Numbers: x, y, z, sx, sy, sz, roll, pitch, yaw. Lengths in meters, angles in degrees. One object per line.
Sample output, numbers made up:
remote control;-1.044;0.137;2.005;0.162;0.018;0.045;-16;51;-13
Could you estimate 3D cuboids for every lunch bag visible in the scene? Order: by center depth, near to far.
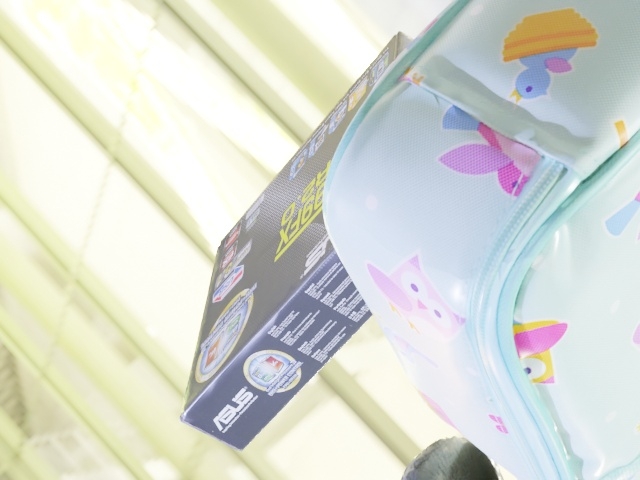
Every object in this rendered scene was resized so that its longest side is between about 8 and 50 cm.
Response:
lunch bag;0.144;-0.039;0.650;0.279;0.108;0.224;-45;-38;-12

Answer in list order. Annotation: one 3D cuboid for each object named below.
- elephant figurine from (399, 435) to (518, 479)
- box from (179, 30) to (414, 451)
elephant figurine;0.109;0.185;0.912;0.239;0.186;0.169;-11;-16;-32
box;0.000;0.000;1.293;0.270;0.060;0.216;-48;20;34
